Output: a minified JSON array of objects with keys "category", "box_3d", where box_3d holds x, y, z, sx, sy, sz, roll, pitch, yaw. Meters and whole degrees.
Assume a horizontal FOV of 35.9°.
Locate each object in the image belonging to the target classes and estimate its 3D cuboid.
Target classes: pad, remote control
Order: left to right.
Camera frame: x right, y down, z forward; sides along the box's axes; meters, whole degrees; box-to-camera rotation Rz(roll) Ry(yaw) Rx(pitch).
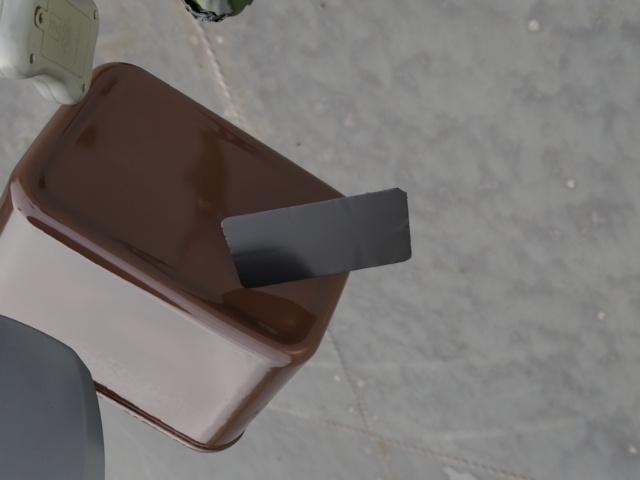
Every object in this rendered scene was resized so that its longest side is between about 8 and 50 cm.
[{"category":"remote control","box_3d":[-0.169,-0.126,0.597,0.032,0.074,0.122,7,177,7]},{"category":"pad","box_3d":[0.000,0.000,0.852,0.157,0.003,0.112,-9,145,1]}]

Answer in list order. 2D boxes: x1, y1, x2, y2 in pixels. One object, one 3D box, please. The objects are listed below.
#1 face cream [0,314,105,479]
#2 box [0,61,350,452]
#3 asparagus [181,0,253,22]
[{"category":"face cream","box_3d":[-0.318,0.228,0.695,0.312,0.357,0.219,3,144,15]},{"category":"box","box_3d":[-0.157,0.018,1.006,0.339,0.239,0.229,31,141,-9]},{"category":"asparagus","box_3d":[-0.163,-0.461,1.290,0.382,0.128,0.108,81,171,-54]}]
